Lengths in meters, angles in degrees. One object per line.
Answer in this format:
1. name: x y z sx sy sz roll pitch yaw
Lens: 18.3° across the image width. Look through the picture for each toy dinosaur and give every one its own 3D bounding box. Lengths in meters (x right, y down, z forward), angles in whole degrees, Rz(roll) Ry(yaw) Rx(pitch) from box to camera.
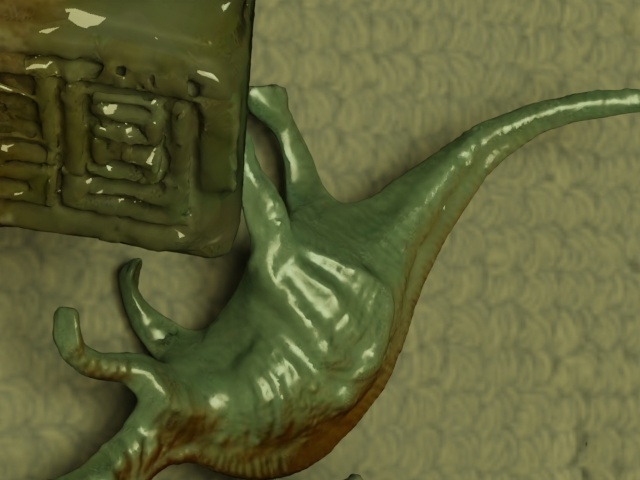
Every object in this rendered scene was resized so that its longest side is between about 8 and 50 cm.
1. toy dinosaur: 0.000 0.000 0.989 0.393 0.092 0.205 -21 93 -25

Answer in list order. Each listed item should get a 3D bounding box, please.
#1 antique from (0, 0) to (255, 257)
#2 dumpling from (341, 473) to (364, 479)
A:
1. antique: -0.084 -0.133 0.886 0.150 0.125 0.284 11 45 3
2. dumpling: -0.018 0.165 0.948 0.188 0.108 0.127 -2 117 -15
